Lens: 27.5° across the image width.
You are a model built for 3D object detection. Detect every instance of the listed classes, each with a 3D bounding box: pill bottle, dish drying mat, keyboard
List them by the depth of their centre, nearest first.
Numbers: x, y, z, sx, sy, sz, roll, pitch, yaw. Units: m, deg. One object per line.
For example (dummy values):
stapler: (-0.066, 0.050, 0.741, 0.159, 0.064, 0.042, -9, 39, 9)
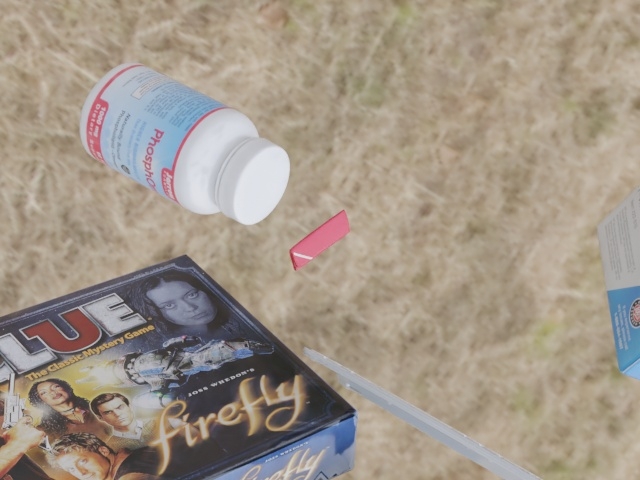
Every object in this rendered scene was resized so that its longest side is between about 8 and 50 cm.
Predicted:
keyboard: (0.101, 0.130, 0.803, 0.014, 0.256, 0.072, -58, 150, -9)
pill bottle: (-0.106, -0.074, 1.029, 0.087, 0.160, 0.087, -39, 144, -36)
dish drying mat: (0.000, 0.000, 1.448, 0.083, 0.008, 0.032, -36, 129, -26)

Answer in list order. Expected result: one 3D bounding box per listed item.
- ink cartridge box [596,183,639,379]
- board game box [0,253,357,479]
ink cartridge box: (0.176, -0.004, 0.543, 0.052, 0.089, 0.122, 20, 135, -18)
board game box: (-0.128, 0.096, 0.640, 0.243, 0.165, 0.042, -20, 130, -31)
